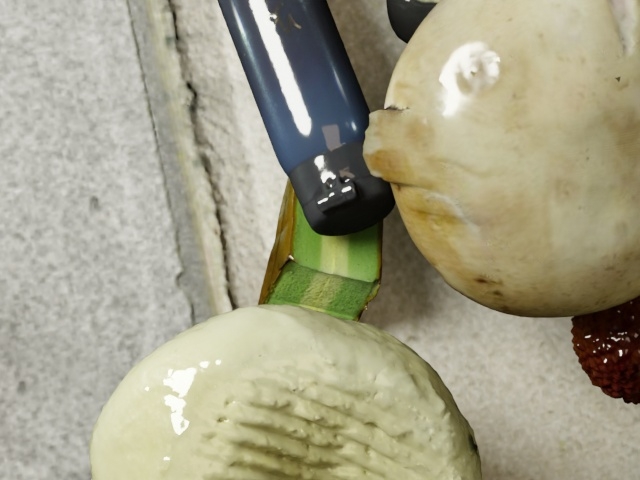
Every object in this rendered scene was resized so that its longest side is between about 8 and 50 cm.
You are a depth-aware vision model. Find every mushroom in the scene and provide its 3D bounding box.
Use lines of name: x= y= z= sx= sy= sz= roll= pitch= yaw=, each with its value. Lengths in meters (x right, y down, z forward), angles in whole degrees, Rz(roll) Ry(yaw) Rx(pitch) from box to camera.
mushroom: x=0.151 y=-0.071 z=1.030 sx=0.254 sy=0.184 sz=0.255 roll=-4 pitch=113 yaw=-10

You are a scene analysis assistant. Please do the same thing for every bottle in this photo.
bottle: x=-0.017 y=-0.123 z=1.076 sx=0.072 sy=0.082 sz=0.244 roll=-23 pitch=77 yaw=10

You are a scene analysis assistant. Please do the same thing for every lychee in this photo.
lychee: x=0.240 y=0.052 z=1.123 sx=0.123 sy=0.123 sz=0.129 roll=29 pitch=50 yaw=-10

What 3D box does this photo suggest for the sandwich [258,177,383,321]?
sandwich: x=0.000 y=0.000 z=1.119 sx=0.074 sy=0.074 sz=0.116 roll=15 pitch=48 yaw=-12

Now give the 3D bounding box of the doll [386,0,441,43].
doll: x=0.128 y=-0.167 z=1.134 sx=0.179 sy=0.102 sz=0.089 roll=9 pitch=121 yaw=-15

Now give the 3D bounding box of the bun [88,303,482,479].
bun: x=-0.036 y=0.156 z=1.017 sx=0.259 sy=0.160 sz=0.259 roll=-3 pitch=101 yaw=-18
